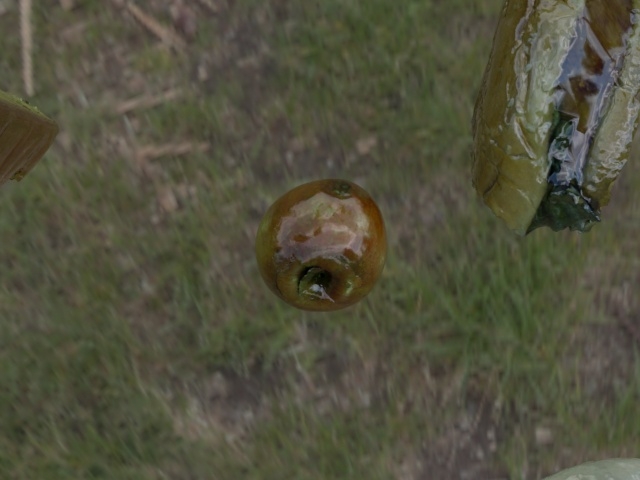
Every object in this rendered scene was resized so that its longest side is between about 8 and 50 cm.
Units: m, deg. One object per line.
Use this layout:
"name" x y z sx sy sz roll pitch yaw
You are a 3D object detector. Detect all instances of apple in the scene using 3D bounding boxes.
"apple" 0.000 0.000 1.609 0.099 0.114 0.102 26 43 -18

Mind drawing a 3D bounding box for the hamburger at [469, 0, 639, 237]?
"hamburger" 0.215 -0.155 1.727 0.132 0.211 0.309 12 42 1

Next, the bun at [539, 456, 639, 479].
"bun" 0.197 0.269 1.259 0.259 0.160 0.259 -1 83 7

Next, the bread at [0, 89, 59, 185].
"bread" -0.237 -0.065 1.323 0.049 0.226 0.088 38 90 5
